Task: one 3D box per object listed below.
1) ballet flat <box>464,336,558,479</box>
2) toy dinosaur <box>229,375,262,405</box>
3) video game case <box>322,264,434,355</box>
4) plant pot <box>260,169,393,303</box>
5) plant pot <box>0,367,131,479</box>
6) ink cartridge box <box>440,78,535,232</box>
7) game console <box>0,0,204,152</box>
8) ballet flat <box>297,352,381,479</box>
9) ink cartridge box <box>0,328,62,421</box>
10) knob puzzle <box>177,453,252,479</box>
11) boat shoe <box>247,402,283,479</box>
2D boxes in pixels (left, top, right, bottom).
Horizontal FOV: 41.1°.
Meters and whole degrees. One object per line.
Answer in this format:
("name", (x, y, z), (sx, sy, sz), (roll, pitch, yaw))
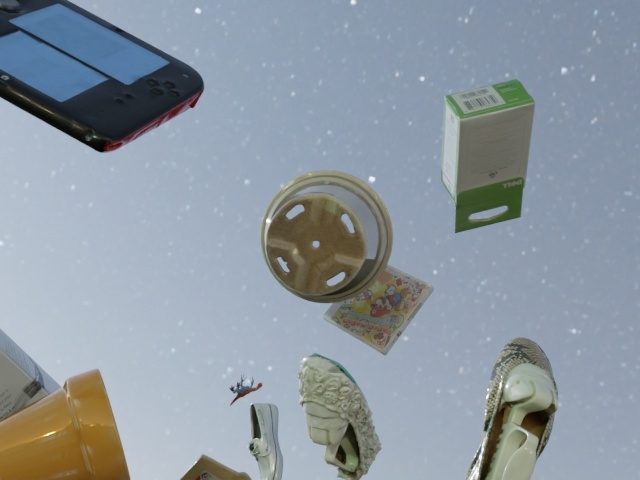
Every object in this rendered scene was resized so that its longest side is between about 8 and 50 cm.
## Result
("ballet flat", (0.423, 0.415, 1.824), (0.164, 0.483, 0.182), (24, -24, -1))
("toy dinosaur", (-0.171, 0.351, 2.005), (0.082, 0.090, 0.047), (12, 14, 42))
("video game case", (0.140, 0.157, 2.127), (0.227, 0.206, 0.026), (26, -17, 44))
("plant pot", (0.000, 0.000, 1.985), (0.333, 0.334, 0.305), (15, 5, 5))
("plant pot", (-0.429, 0.335, 1.398), (0.188, 0.205, 0.205), (-15, -19, -18))
("ink cartridge box", (0.232, -0.116, 1.207), (0.109, 0.062, 0.209), (-14, -45, -8))
("game console", (-0.407, -0.287, 1.363), (0.386, 0.342, 0.060), (28, -62, 6))
("ballet flat", (0.041, 0.396, 1.801), (0.147, 0.147, 0.409), (5, -36, 25))
("ink cartridge box", (-0.631, 0.340, 1.672), (0.307, 0.223, 0.129), (54, -8, -29))
("knob puzzle", (-0.201, 0.515, 1.685), (0.213, 0.030, 0.213), (0, -64, -1))
("boat shoe", (-0.149, 0.517, 2.146), (0.075, 0.226, 0.083), (16, -41, -30))
